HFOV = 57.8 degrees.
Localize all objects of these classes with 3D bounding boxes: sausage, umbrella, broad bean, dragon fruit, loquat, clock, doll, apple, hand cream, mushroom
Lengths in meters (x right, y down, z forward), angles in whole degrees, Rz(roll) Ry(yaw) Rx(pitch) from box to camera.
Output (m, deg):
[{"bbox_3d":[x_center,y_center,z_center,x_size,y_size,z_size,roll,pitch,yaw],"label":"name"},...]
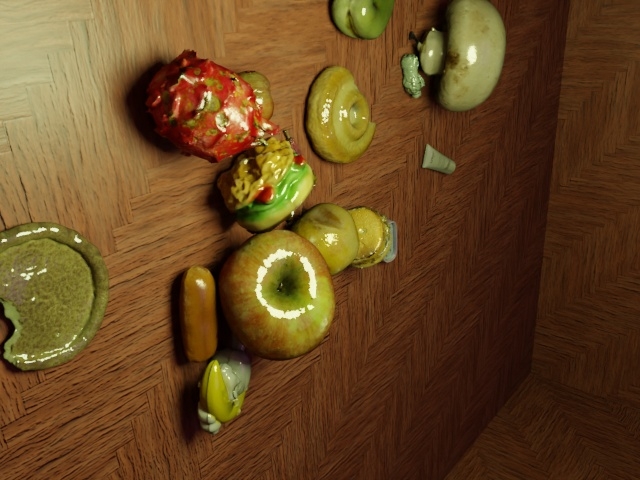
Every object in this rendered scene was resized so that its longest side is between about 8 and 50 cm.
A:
[{"bbox_3d":[-0.281,0.169,1.343,0.098,0.098,0.238,-20,116,-46],"label":"sausage"},{"bbox_3d":[0.291,-0.520,1.837,0.062,0.067,0.143,-83,156,-58],"label":"umbrella"},{"bbox_3d":[0.139,-0.641,1.559,0.263,0.121,0.189,-51,141,-30],"label":"broad bean"},{"bbox_3d":[-0.060,-0.226,1.534,0.165,0.025,0.027,62,33,-44],"label":"umbrella"},{"bbox_3d":[-0.216,-0.255,1.165,0.268,0.205,0.210,19,121,-21],"label":"dragon fruit"},{"bbox_3d":[0.004,-0.004,1.546,0.213,0.213,0.212,-21,119,-46],"label":"loquat"},{"bbox_3d":[0.206,0.006,1.923,0.110,0.050,0.152,-28,123,-43],"label":"clock"},{"bbox_3d":[-0.234,0.344,1.446,0.237,0.111,0.251,-39,136,-64],"label":"doll"},{"bbox_3d":[-0.109,0.132,1.391,0.278,0.250,0.309,1,82,-16],"label":"apple"},{"bbox_3d":[-0.159,-0.316,1.302,0.102,0.126,0.125,-9,116,-7],"label":"apple"},{"bbox_3d":[0.430,-0.285,2.107,0.186,0.054,0.087,13,88,-46],"label":"hand cream"},{"bbox_3d":[0.425,-0.592,1.841,0.362,0.295,0.361,4,90,-87],"label":"mushroom"}]

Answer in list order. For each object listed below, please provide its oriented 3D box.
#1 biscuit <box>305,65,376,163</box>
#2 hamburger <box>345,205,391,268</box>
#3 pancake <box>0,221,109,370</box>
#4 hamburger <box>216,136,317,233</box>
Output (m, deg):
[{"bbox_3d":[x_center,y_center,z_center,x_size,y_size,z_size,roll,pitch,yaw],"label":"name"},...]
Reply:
[{"bbox_3d":[0.057,-0.322,1.592,0.213,0.091,0.274,-62,143,-18],"label":"biscuit"},{"bbox_3d":[0.121,-0.014,1.715,0.118,0.182,0.190,43,60,-66],"label":"hamburger"},{"bbox_3d":[-0.520,0.106,1.071,0.286,0.033,0.288,4,100,-52],"label":"pancake"},{"bbox_3d":[-0.130,-0.138,1.324,0.149,0.237,0.237,50,62,-26],"label":"hamburger"}]
